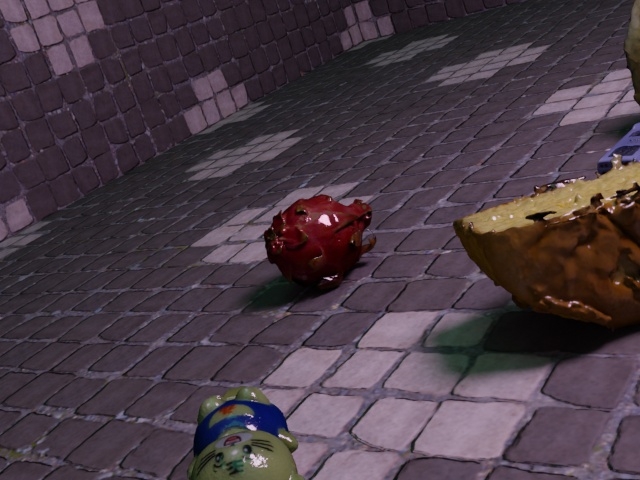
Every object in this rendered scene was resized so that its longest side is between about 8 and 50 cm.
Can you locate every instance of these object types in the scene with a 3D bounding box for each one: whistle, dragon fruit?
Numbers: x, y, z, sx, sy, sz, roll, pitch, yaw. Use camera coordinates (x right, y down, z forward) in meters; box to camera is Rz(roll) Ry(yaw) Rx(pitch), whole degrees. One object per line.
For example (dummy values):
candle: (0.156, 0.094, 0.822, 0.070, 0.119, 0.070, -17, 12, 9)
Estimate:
whistle: (-0.070, 0.189, 0.744, 0.105, 0.085, 0.227, -16, 19, -2)
dragon fruit: (0.000, 0.000, 1.154, 0.165, 0.133, 0.136, -30, 63, -25)

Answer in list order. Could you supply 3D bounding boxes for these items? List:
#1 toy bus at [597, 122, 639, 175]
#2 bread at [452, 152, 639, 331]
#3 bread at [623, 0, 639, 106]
toy bus: (0.435, -0.110, 1.093, 0.073, 0.076, 0.167, 0, 27, 44)
bread: (0.278, 0.008, 0.830, 0.260, 0.147, 0.160, -19, 9, -11)
bread: (0.671, -0.308, 1.162, 0.395, 0.239, 0.264, -25, 19, -9)
